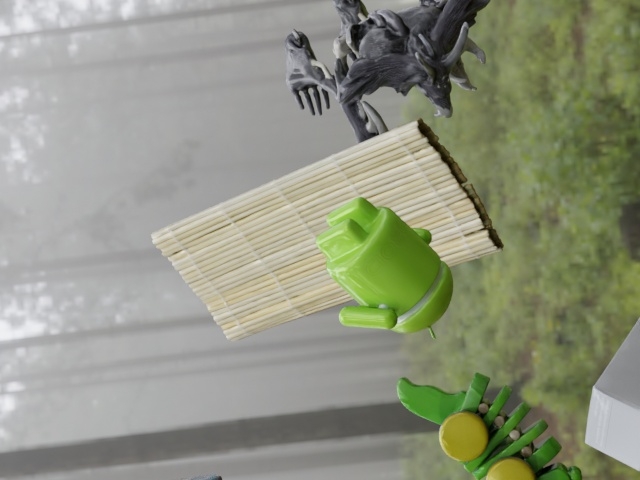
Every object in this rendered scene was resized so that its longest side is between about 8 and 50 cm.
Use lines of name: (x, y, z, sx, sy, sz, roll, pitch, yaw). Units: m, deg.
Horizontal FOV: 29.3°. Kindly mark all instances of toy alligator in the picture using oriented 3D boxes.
toy alligator: (0.126, 0.136, 0.720, 0.189, 0.051, 0.056, 44, -173, 9)

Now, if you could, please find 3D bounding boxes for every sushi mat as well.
sushi mat: (0.000, 0.000, 1.121, 0.151, 0.316, 0.019, 53, -144, -23)

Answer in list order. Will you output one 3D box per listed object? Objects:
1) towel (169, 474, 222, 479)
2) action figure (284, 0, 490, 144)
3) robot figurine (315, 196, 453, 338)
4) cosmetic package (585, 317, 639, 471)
towel: (-0.311, 0.383, 1.479, 0.040, 0.370, 0.271, 65, 155, 1)
action figure: (0.070, -0.151, 1.101, 0.141, 0.164, 0.275, 54, 171, -24)
robot figurine: (0.051, 0.022, 0.899, 0.115, 0.067, 0.101, 42, -135, -18)
cosmetic package: (0.414, 0.149, 1.454, 0.238, 0.107, 0.127, -44, -33, -30)
